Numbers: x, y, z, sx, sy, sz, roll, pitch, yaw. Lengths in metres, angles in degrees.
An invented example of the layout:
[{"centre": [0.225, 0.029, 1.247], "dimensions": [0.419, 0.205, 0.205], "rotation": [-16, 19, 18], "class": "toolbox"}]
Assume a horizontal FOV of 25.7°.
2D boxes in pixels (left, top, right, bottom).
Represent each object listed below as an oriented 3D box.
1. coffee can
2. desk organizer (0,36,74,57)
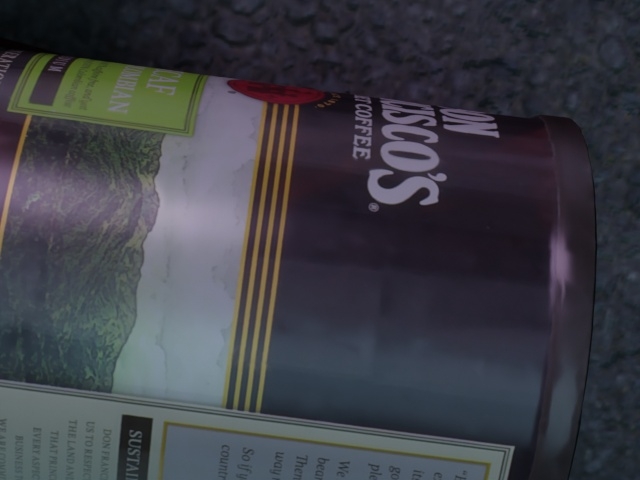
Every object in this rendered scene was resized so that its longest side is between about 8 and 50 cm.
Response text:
[{"centre": [-0.045, 0.031, 0.587], "dimensions": [0.275, 0.201, 0.201], "rotation": [7, 108, -2], "class": "coffee can"}, {"centre": [-0.155, -0.072, 0.683], "dimensions": [0.130, 0.050, 0.047], "rotation": [15, 107, -11], "class": "desk organizer"}]
